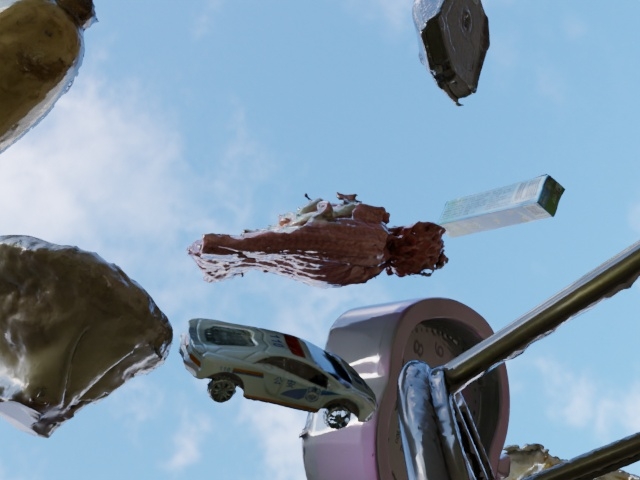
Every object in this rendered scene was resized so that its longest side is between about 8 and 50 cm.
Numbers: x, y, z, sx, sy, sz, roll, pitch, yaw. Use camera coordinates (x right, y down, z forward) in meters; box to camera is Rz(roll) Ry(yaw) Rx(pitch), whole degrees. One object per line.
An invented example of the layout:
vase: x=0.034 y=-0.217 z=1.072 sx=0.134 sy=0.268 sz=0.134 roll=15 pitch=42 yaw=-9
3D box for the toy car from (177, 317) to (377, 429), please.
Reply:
toy car: x=-0.036 y=0.122 z=0.792 sx=0.205 sy=0.095 sz=0.056 roll=17 pitch=-74 yaw=-20

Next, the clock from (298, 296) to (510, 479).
clock: x=0.120 y=0.229 z=1.003 sx=0.102 sy=0.338 sz=0.338 roll=-9 pitch=-59 yaw=37

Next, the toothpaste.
toothpaste: x=0.326 y=-0.060 z=1.543 sx=0.050 sy=0.267 sz=0.065 roll=36 pitch=-116 yaw=-23

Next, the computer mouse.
computer mouse: x=0.154 y=-0.261 z=1.049 sx=0.071 sy=0.231 sz=0.126 roll=-11 pitch=-49 yaw=30

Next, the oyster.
oyster: x=0.395 y=0.380 z=1.178 sx=0.128 sy=0.345 sz=0.078 roll=-58 pitch=-38 yaw=-36

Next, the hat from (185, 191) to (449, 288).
hat: x=0.000 y=0.000 z=0.922 sx=0.286 sy=0.237 sz=0.107 roll=0 pitch=-89 yaw=-3

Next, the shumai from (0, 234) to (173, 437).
shumai: x=-0.235 y=0.094 z=0.718 sx=0.201 sy=0.120 sz=0.201 roll=9 pitch=-39 yaw=7

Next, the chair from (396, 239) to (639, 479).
chair: x=0.292 y=0.181 z=0.609 sx=0.410 sy=0.362 sz=0.364 roll=-18 pitch=-47 yaw=9

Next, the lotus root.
lotus root: x=-0.388 y=-0.212 z=1.021 sx=0.284 sy=0.146 sz=0.160 roll=-40 pitch=-98 yaw=1
